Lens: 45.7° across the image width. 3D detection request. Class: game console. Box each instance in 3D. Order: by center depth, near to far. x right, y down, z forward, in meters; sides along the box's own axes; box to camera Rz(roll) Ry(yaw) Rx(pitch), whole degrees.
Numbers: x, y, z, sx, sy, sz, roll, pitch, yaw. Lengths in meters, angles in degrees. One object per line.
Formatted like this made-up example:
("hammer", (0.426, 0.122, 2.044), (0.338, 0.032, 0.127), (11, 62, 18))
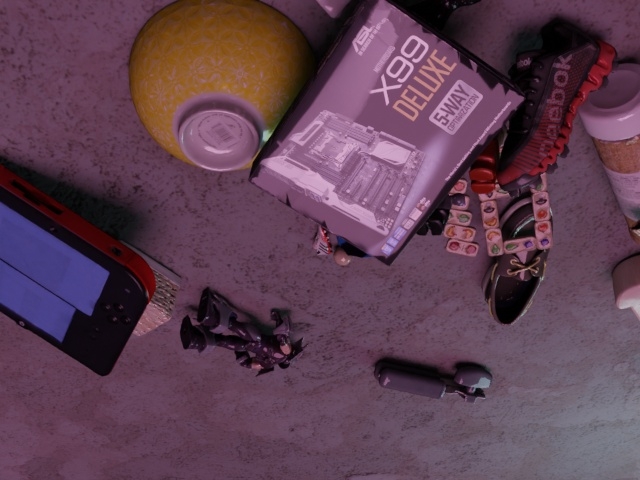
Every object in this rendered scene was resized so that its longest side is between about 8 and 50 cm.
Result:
("game console", (-0.499, 0.062, 1.360), (0.386, 0.060, 0.342), (34, 129, -3))

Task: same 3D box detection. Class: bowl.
("bowl", (-0.146, -0.195, 1.124), (0.289, 0.156, 0.290), (-2, 138, -1))

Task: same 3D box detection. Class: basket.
("basket", (-0.368, 0.097, 1.472), (0.113, 0.103, 0.167), (-29, 132, 28))

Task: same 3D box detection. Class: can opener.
("can opener", (0.270, 0.317, 1.790), (0.283, 0.076, 0.095), (15, 103, -18))

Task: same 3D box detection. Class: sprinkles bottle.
("sprinkles bottle", (0.530, -0.127, 1.257), (0.121, 0.121, 0.355), (-23, 134, 21))

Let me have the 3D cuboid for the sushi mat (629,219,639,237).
("sushi mat", (0.669, -0.007, 1.315), (0.316, 0.019, 0.151), (28, 113, -36))

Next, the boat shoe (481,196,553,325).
("boat shoe", (0.384, 0.045, 1.462), (0.109, 0.091, 0.305), (1, 138, -4))

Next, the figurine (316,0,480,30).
("figurine", (0.114, -0.357, 1.021), (0.209, 0.092, 0.215), (-35, 128, 21))

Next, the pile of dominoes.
("pile of dominoes", (0.296, -0.070, 1.314), (0.195, 0.040, 0.251), (-10, 119, 10))

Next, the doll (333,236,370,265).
("doll", (0.093, -0.008, 1.423), (0.129, 0.046, 0.189), (29, 129, -29))

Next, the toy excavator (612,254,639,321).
("toy excavator", (0.837, 0.202, 1.593), (0.444, 0.222, 0.433), (-2, 137, 12))

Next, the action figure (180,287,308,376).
("action figure", (-0.150, 0.209, 1.619), (0.285, 0.099, 0.185), (28, 123, -34))

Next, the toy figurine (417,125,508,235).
("toy figurine", (0.166, -0.136, 1.197), (0.213, 0.148, 0.209), (29, 137, -11))

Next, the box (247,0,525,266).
("box", (0.083, -0.148, 1.035), (0.242, 0.076, 0.307), (31, 114, -14))

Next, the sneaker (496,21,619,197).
("sneaker", (0.317, -0.200, 1.109), (0.135, 0.276, 0.097), (34, 172, -18))

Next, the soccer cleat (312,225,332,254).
("soccer cleat", (0.000, 0.000, 1.440), (0.035, 0.029, 0.083), (-12, 142, 4))
